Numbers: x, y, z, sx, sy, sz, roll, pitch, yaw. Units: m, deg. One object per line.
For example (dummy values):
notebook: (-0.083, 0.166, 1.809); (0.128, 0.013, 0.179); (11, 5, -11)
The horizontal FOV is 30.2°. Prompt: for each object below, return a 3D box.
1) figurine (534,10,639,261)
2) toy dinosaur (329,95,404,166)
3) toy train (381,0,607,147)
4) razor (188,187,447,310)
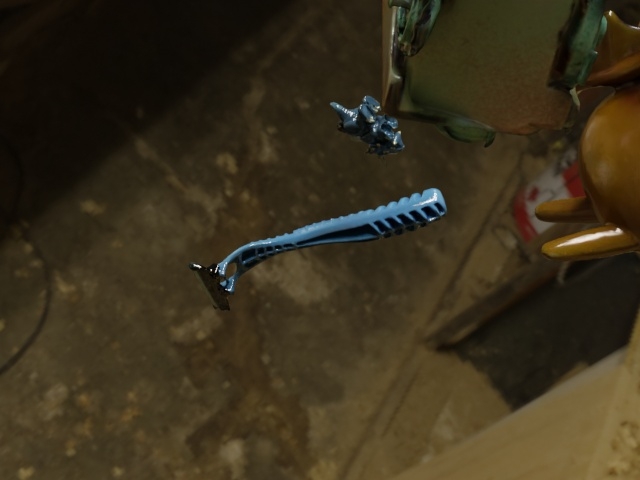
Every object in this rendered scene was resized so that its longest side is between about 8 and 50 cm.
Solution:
figurine: (0.381, -0.164, 1.291); (0.401, 0.387, 0.268); (23, 27, 33)
toy dinosaur: (0.045, -0.110, 1.160); (0.083, 0.047, 0.030); (41, 46, -17)
toy train: (0.062, -0.116, 0.367); (0.072, 0.188, 0.099); (5, 47, -7)
razor: (0.000, 0.000, 1.159); (0.082, 0.253, 0.042); (64, 10, -53)
